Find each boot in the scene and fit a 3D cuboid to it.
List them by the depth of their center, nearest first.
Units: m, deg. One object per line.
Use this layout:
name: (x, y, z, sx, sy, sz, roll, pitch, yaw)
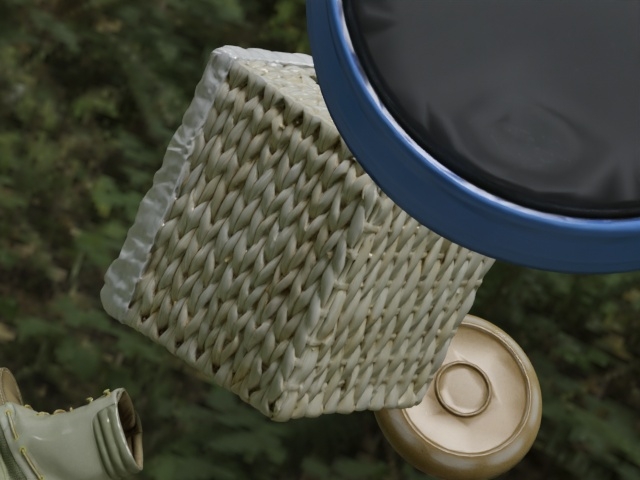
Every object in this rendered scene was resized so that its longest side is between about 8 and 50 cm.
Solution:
boot: (-0.280, 0.197, 1.877, 0.077, 0.165, 0.213, 53, 11, -49)

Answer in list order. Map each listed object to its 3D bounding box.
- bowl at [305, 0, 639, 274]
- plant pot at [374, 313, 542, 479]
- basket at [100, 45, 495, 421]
bowl: (0.184, -0.173, 1.217, 0.391, 0.391, 0.077, 25, -14, 5)
plant pot: (0.183, 0.198, 2.277, 0.236, 0.032, 0.236, 5, 66, -12)
basket: (0.000, 0.000, 1.894, 0.266, 0.331, 0.328, 36, 18, 29)
